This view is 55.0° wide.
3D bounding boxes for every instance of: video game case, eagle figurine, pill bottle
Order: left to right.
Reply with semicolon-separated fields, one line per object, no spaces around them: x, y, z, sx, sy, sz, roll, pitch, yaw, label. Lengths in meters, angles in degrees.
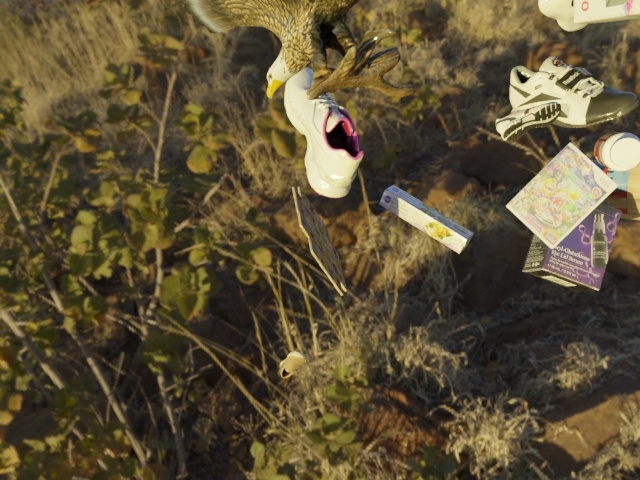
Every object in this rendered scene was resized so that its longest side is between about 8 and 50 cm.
-0.036;-0.303;0.843;0.225;0.226;0.298;-37;64;5;eagle figurine
0.331;-0.061;0.848;0.122;0.087;0.011;-46;-8;7;video game case
0.670;-0.199;1.377;0.086;0.086;0.152;-2;10;14;pill bottle

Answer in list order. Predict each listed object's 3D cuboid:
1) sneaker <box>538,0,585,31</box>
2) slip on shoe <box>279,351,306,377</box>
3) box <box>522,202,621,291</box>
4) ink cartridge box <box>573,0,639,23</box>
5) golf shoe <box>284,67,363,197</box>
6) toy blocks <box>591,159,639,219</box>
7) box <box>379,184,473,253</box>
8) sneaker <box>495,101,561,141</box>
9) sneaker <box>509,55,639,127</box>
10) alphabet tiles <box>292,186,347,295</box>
0.599;-0.540;1.430;0.212;0.080;0.094;-5;8;-42;sneaker
-0.075;0.329;1.626;0.051;0.135;0.041;23;58;-17;slip on shoe
0.602;0.002;1.477;0.153;0.207;0.108;19;-7;-5;box
0.467;-0.392;0.850;0.093;0.154;0.212;-14;17;-30;ink cartridge box
0.015;-0.242;1.237;0.115;0.140;0.306;-8;67;-28;golf shoe
0.820;-0.139;1.600;0.261;0.381;0.190;8;79;28;toy blocks
0.349;-0.073;2.042;0.324;0.063;0.067;34;36;21;box
0.330;-0.197;0.979;0.109;0.040;0.043;-22;40;-4;sneaker
0.570;-0.353;1.436;0.122;0.146;0.330;-33;29;-25;sneaker
0.000;0.000;1.888;0.011;0.342;0.285;-23;45;10;alphabet tiles
